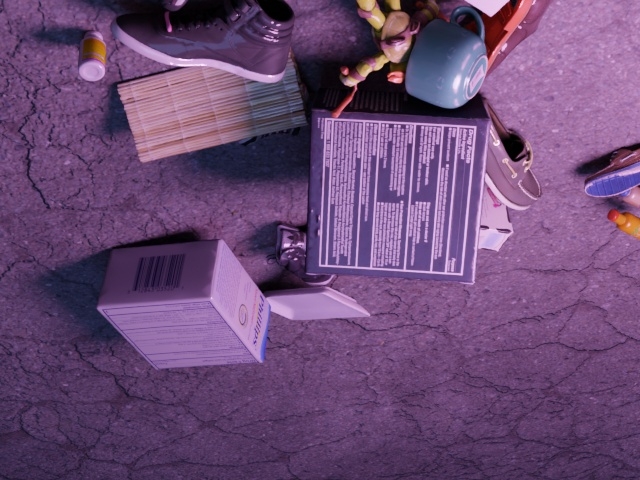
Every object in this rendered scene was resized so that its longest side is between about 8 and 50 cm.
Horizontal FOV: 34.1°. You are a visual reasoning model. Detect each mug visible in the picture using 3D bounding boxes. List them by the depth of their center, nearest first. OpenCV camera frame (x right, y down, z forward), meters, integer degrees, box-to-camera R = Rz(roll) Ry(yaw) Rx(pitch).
[{"bbox_3d":[0.213,-0.290,1.671,0.097,0.129,0.158,26,115,22],"label":"mug"}]

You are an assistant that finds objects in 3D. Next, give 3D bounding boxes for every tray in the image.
[{"bbox_3d":[-0.028,0.135,2.289,0.145,0.030,0.270,26,158,-36],"label":"tray"}]

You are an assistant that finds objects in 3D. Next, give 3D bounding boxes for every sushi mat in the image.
[{"bbox_3d":[-0.184,-0.237,1.810,0.316,0.019,0.152,-12,112,9],"label":"sushi mat"}]

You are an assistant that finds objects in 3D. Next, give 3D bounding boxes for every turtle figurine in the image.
[{"bbox_3d":[0.099,-0.329,1.643,0.269,0.087,0.217,-39,127,-16],"label":"turtle figurine"}]

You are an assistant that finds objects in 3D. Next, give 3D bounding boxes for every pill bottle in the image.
[{"bbox_3d":[-0.371,-0.302,1.696,0.043,0.083,0.043,-4,143,-3],"label":"pill bottle"}]

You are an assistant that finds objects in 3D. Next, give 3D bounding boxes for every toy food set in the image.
[{"bbox_3d":[0.680,-0.107,2.068,0.104,0.111,0.232,21,138,-32],"label":"toy food set"}]

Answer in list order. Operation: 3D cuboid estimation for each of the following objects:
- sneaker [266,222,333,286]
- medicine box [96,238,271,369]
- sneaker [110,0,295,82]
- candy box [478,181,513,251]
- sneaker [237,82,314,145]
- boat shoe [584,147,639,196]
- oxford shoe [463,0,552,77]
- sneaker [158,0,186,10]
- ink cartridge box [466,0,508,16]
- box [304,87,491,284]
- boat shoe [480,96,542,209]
[{"bbox_3d":[0.000,0.000,2.128,0.153,0.101,0.268,17,140,-31],"label":"sneaker"},{"bbox_3d":[-0.281,0.142,2.207,0.263,0.149,0.289,-6,146,19],"label":"medicine box"},{"bbox_3d":[-0.175,-0.351,1.653,0.295,0.105,0.147,9,134,-20],"label":"sneaker"},{"bbox_3d":[0.243,-0.073,2.018,0.233,0.159,0.071,7,143,-16],"label":"candy box"},{"bbox_3d":[-0.074,-0.211,1.872,0.170,0.063,0.075,-32,130,24],"label":"sneaker"},{"bbox_3d":[0.601,-0.142,2.049,0.183,0.066,0.066,-18,144,7],"label":"boat shoe"},{"bbox_3d":[0.303,-0.337,1.736,0.098,0.097,0.271,-6,154,-28],"label":"oxford shoe"},{"bbox_3d":[-0.225,-0.473,1.491,0.162,0.106,0.281,16,128,-19],"label":"sneaker"},{"bbox_3d":[0.275,-0.481,1.448,0.114,0.198,0.273,22,134,-32],"label":"ink cartridge box"},{"bbox_3d":[0.129,-0.096,1.802,0.293,0.183,0.296,4,111,3],"label":"box"},{"bbox_3d":[0.343,-0.160,1.959,0.091,0.109,0.305,-24,136,30],"label":"boat shoe"}]
